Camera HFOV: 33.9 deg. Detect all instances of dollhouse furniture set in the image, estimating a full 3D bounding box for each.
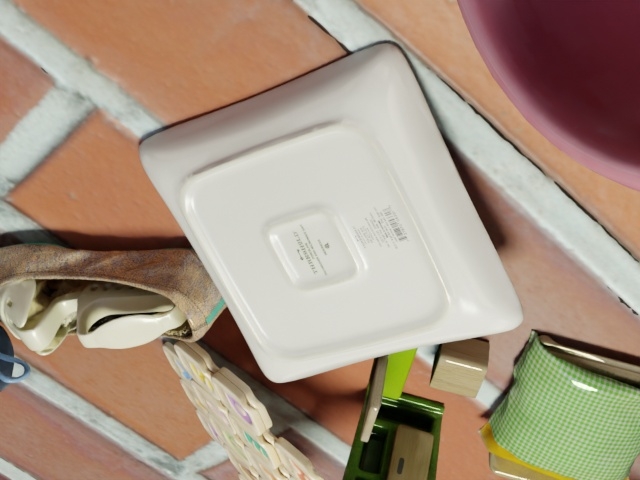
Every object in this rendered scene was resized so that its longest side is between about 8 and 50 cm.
[{"bbox_3d":[0.185,0.207,1.042,0.302,0.151,0.197,15,136,2],"label":"dollhouse furniture set"}]

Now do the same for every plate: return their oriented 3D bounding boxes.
[{"bbox_3d":[0.000,0.000,0.917,0.278,0.045,0.277,-17,110,29],"label":"plate"}]

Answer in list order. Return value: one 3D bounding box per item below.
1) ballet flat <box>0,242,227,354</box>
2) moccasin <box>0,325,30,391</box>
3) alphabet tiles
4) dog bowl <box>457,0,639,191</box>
[{"bbox_3d":[-0.244,0.062,1.057,0.316,0.106,0.107,-5,133,21],"label":"ballet flat"},{"bbox_3d":[-0.372,0.111,1.059,0.137,0.117,0.342,64,163,-9],"label":"moccasin"},{"bbox_3d":[-0.072,0.224,1.113,0.278,0.021,0.284,32,151,42],"label":"alphabet tiles"},{"bbox_3d":[0.209,-0.190,0.457,0.150,0.408,0.408,-8,147,-33],"label":"dog bowl"}]
